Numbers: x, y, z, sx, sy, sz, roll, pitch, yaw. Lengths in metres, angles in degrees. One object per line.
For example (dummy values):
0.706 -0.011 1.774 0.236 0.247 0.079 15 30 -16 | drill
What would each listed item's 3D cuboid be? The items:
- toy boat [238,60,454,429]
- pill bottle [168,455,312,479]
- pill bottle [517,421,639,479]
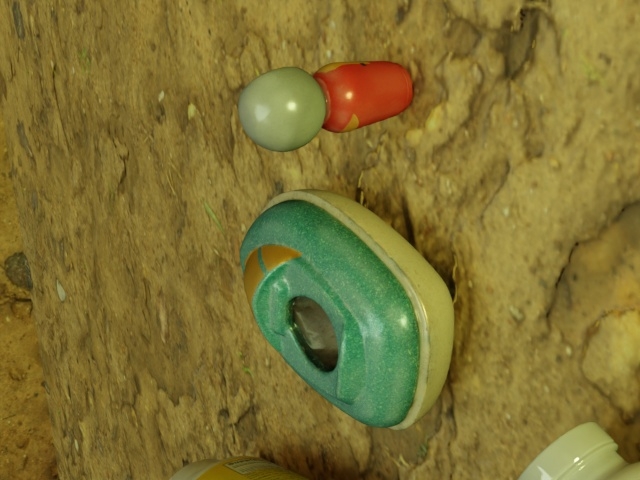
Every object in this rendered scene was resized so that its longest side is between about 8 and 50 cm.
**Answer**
0.000 0.000 0.721 0.267 0.148 0.319 33 131 47 | toy boat
-0.064 0.353 0.941 0.333 0.187 0.188 -2 102 57 | pill bottle
0.213 0.208 0.527 0.184 0.103 0.103 50 141 34 | pill bottle
